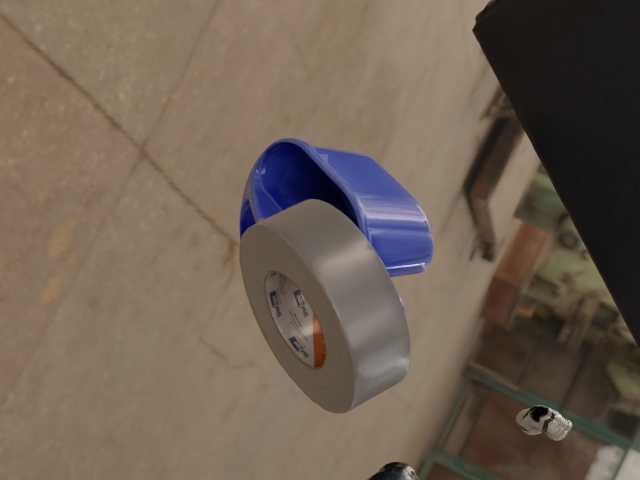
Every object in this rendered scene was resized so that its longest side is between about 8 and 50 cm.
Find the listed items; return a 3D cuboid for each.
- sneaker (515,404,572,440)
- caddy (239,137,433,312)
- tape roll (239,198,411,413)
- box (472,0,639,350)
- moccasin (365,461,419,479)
[{"bbox_3d":[0.281,0.227,1.510,0.040,0.044,0.109,-50,-167,-16],"label":"sneaker"},{"bbox_3d":[0.000,0.000,1.669,0.179,0.341,0.241,1,122,-34],"label":"caddy"},{"bbox_3d":[0.001,0.070,1.234,0.072,0.219,0.219,-25,147,-24],"label":"tape roll"},{"bbox_3d":[0.491,-0.123,1.189,0.472,0.479,0.297,-20,169,-36],"label":"box"},{"bbox_3d":[0.055,0.359,1.107,0.117,0.138,0.342,-52,161,-55],"label":"moccasin"}]
